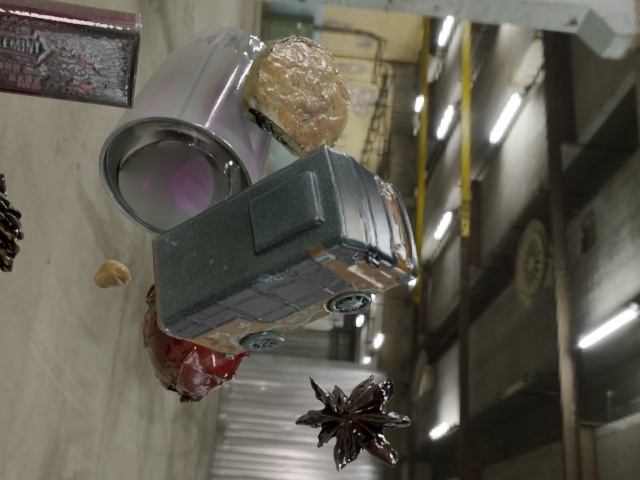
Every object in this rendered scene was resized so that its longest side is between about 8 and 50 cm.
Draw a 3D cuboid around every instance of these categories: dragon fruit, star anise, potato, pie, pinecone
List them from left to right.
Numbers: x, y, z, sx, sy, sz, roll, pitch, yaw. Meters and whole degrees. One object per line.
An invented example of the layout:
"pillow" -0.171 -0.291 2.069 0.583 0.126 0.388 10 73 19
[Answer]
"pinecone" -0.566 0.002 1.218 0.184 0.179 0.204 0 -118 53
"potato" -0.458 0.077 1.724 0.068 0.083 0.062 54 10 -20
"dragon fruit" -0.267 0.209 1.680 0.250 0.250 0.315 -99 -171 -77
"pie" -0.027 -0.233 1.258 0.052 0.218 0.185 12 -111 48
"star anise" 0.077 0.392 1.725 0.129 0.283 0.212 25 58 -48

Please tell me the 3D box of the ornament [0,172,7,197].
"ornament" -0.621 -0.102 1.320 0.203 0.088 0.081 44 28 -63

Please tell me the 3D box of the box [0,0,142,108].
"box" -0.336 -0.233 0.957 0.069 0.224 0.120 -107 -151 -52

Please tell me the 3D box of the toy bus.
"toy bus" -0.055 0.024 1.042 0.194 0.323 0.161 30 42 -49

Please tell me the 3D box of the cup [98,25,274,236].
"cup" -0.198 -0.191 1.349 0.371 0.253 0.253 -75 174 -47
